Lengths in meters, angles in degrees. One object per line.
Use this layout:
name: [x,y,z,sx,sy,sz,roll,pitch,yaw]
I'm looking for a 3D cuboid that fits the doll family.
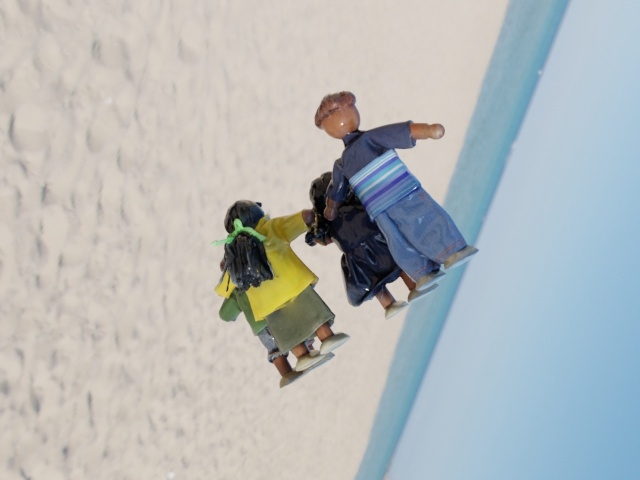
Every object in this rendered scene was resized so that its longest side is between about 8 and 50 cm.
doll family: [0.000,0.000,0.433,0.193,0.111,0.076,-36,166,21]
